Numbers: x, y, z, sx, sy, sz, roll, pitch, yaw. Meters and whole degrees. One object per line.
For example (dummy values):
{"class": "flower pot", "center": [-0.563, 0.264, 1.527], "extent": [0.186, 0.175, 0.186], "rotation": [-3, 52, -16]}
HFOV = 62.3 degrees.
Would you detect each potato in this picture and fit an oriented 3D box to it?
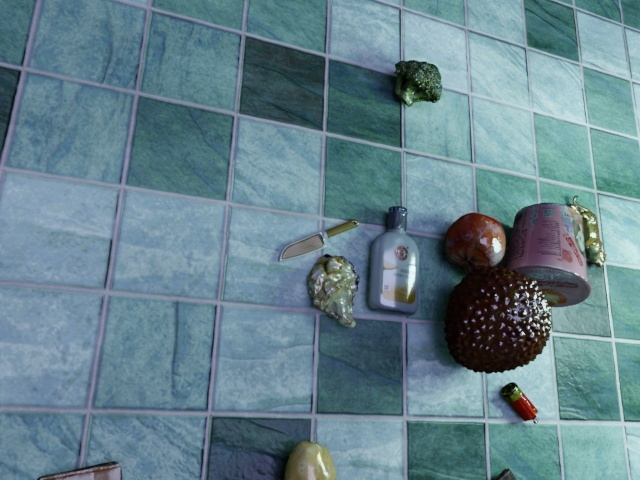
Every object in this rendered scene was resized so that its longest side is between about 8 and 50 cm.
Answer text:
{"class": "potato", "center": [-0.024, 0.540, 1.176], "extent": [0.118, 0.109, 0.178], "rotation": [14, 75, -41]}

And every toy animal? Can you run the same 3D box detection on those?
{"class": "toy animal", "center": [0.863, -0.030, 1.719], "extent": [0.099, 0.056, 0.241], "rotation": [5, 72, -27]}

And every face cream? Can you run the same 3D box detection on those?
{"class": "face cream", "center": [0.202, 0.052, 1.420], "extent": [0.143, 0.071, 0.291], "rotation": [13, 71, -18]}

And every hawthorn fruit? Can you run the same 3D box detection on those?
{"class": "hawthorn fruit", "center": [0.433, 0.003, 1.475], "extent": [0.172, 0.173, 0.173], "rotation": [6, 74, -20]}

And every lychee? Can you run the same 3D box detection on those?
{"class": "lychee", "center": [0.457, 0.207, 1.369], "extent": [0.304, 0.276, 0.276], "rotation": [-40, 92, -11]}

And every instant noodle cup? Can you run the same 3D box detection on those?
{"class": "instant noodle cup", "center": [0.644, 0.039, 1.521], "extent": [0.242, 0.243, 0.231], "rotation": [25, 60, -14]}

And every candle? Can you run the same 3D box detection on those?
{"class": "candle", "center": [0.558, 0.455, 1.462], "extent": [0.052, 0.052, 0.131], "rotation": [-43, 94, -26]}

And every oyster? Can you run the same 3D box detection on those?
{"class": "oyster", "center": [0.047, 0.126, 1.337], "extent": [0.163, 0.081, 0.191], "rotation": [-33, 93, -30]}

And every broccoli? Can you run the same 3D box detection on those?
{"class": "broccoli", "center": [0.287, -0.473, 1.572], "extent": [0.138, 0.146, 0.162], "rotation": [-46, 113, 6]}

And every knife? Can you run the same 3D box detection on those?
{"class": "knife", "center": [0.000, 0.000, 1.382], "extent": [0.256, 0.022, 0.046], "rotation": [-23, 89, -25]}

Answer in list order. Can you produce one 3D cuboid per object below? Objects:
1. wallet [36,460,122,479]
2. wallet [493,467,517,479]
{"class": "wallet", "center": [-0.466, 0.546, 1.038], "extent": [0.160, 0.042, 0.196], "rotation": [-6, 80, -18]}
{"class": "wallet", "center": [0.508, 0.723, 1.372], "extent": [0.124, 0.042, 0.230], "rotation": [-33, 88, -23]}
